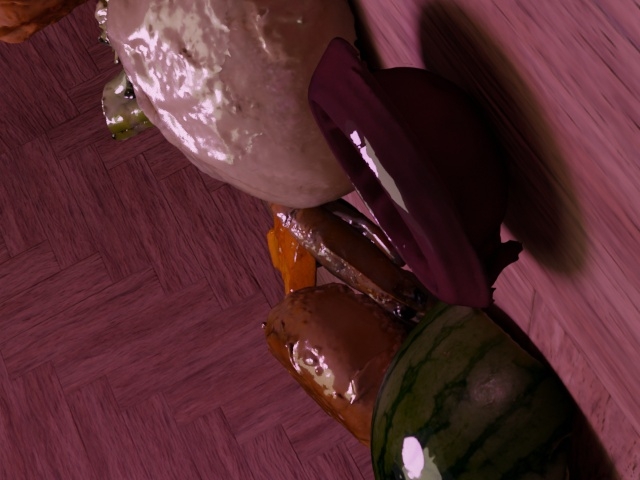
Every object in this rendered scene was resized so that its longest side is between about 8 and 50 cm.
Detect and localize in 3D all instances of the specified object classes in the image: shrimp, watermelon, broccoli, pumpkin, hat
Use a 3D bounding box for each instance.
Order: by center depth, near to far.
[{"bbox_3d":[0.070,-0.052,0.613,0.205,0.089,0.205,57,178,3],"label":"hat"},{"bbox_3d":[0.144,0.223,0.888,0.331,0.189,0.331,60,169,20],"label":"watermelon"},{"bbox_3d":[0.044,0.005,1.051,0.253,0.058,0.173,36,-160,1],"label":"shrimp"},{"bbox_3d":[-0.181,-0.231,1.202,0.288,0.245,0.248,51,-150,-48],"label":"broccoli"},{"bbox_3d":[-0.054,-0.007,1.634,0.258,0.095,0.290,-124,38,-64],"label":"pumpkin"}]

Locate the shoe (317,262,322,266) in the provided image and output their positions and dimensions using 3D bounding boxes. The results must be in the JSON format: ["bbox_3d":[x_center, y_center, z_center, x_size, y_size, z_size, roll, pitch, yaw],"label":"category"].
[{"bbox_3d":[0.000,-0.001,1.742,0.194,0.074,0.077,78,168,-80],"label":"shoe"}]

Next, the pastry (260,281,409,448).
[{"bbox_3d":[0.054,0.179,1.432,0.284,0.184,0.315,49,169,-21],"label":"pastry"}]

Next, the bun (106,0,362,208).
[{"bbox_3d":[-0.093,-0.187,0.907,0.364,0.202,0.364,59,173,12],"label":"bun"}]

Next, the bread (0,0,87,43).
[{"bbox_3d":[-0.287,-0.377,1.043,0.195,0.344,0.149,60,-176,4],"label":"bread"}]
